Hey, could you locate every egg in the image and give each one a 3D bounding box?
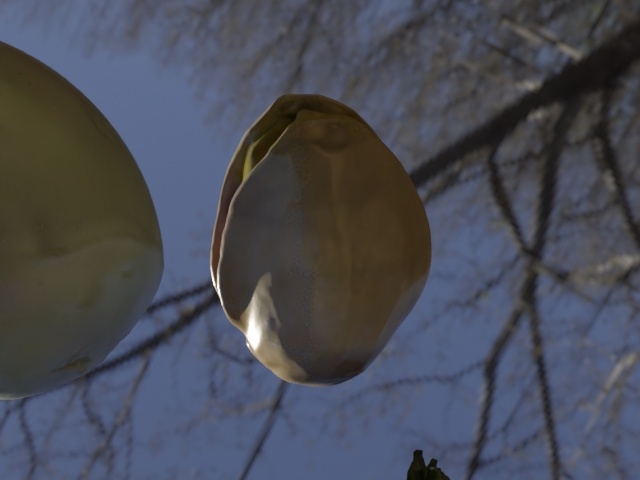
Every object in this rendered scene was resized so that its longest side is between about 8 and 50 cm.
[{"bbox_3d":[-0.304,-0.029,1.570,0.345,0.283,0.283,56,-153,8],"label":"egg"}]

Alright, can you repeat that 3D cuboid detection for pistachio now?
[{"bbox_3d":[0.000,0.000,1.164,0.145,0.200,0.117,-1,-162,-11],"label":"pistachio"}]

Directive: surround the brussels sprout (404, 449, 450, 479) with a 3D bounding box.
[{"bbox_3d":[0.083,0.284,1.583,0.100,0.181,0.139,41,-147,21],"label":"brussels sprout"}]
